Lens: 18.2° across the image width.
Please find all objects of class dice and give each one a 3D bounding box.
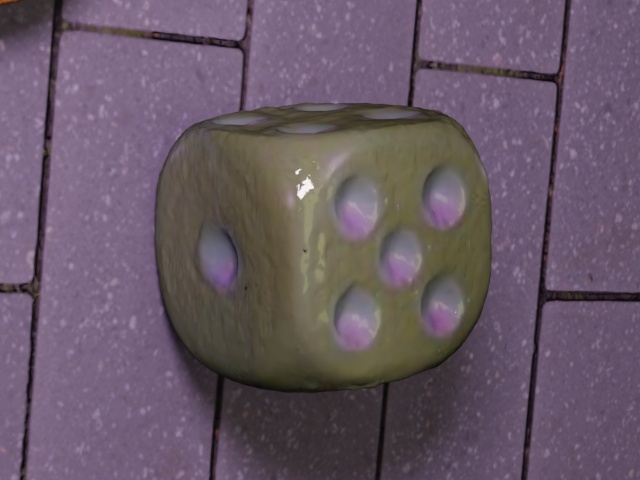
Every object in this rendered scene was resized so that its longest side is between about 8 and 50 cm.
[{"bbox_3d":[0.000,0.000,1.941,0.250,0.252,0.254,-8,103,-36],"label":"dice"}]

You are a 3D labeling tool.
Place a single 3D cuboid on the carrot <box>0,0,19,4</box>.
[{"bbox_3d":[-0.322,-0.333,1.743,0.307,0.100,0.258,-6,96,-34],"label":"carrot"}]
